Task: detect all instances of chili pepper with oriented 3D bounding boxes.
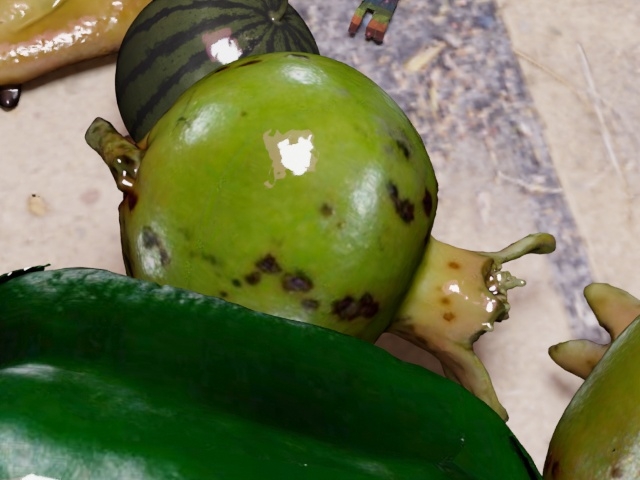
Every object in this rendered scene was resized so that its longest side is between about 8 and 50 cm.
[{"bbox_3d":[-0.045,0.139,0.629,0.256,0.233,0.248,7,49,0],"label":"chili pepper"}]

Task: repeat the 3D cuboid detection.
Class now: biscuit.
[{"bbox_3d":[-0.205,-0.159,0.941,0.260,0.041,0.203,-15,58,-13],"label":"biscuit"}]

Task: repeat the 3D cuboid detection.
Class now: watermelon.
[{"bbox_3d":[-0.045,-0.089,0.844,0.105,0.133,0.105,20,50,-26],"label":"watermelon"}]

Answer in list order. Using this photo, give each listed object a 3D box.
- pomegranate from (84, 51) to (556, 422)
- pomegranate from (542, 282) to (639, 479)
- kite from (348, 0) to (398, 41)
[{"bbox_3d":[0.004,0.001,0.772,0.220,0.156,0.156,23,47,-36],"label":"pomegranate"},{"bbox_3d":[0.171,0.092,0.693,0.198,0.198,0.246,-31,54,-19],"label":"pomegranate"},{"bbox_3d":[0.069,-0.206,0.996,0.198,0.006,0.244,14,57,8],"label":"kite"}]
